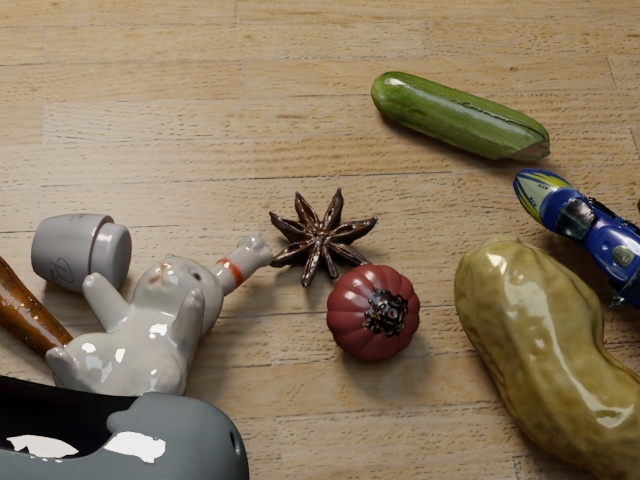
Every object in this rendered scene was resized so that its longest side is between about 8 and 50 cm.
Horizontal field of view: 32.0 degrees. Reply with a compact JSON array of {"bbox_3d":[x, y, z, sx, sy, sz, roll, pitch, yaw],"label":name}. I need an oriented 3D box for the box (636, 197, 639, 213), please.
[{"bbox_3d":[0.491,0.030,1.320,0.153,0.074,0.239,-9,59,-8],"label":"box"}]

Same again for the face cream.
[{"bbox_3d":[-0.262,0.014,1.228,0.095,0.091,0.091,9,57,8],"label":"face cream"}]

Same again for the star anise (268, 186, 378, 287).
[{"bbox_3d":[0.000,-0.001,1.296,0.141,0.042,0.141,2,60,-3],"label":"star anise"}]

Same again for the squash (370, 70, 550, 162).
[{"bbox_3d":[0.175,-0.152,1.396,0.239,0.069,0.069,21,58,8],"label":"squash"}]

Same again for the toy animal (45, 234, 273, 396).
[{"bbox_3d":[-0.166,0.075,1.169,0.141,0.138,0.282,14,59,21],"label":"toy animal"}]

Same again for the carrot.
[{"bbox_3d":[-0.327,0.075,1.208,0.161,0.055,0.055,43,63,11],"label":"carrot"}]

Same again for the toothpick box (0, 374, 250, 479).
[{"bbox_3d":[-0.214,0.252,0.979,0.355,0.263,0.263,6,57,8],"label":"toothpick box"}]

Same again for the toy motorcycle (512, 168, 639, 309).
[{"bbox_3d":[0.341,0.014,1.239,0.169,0.113,0.315,17,20,-44],"label":"toy motorcycle"}]

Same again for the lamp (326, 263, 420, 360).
[{"bbox_3d":[0.058,0.079,1.225,0.108,0.092,0.107,1,88,-25],"label":"lamp"}]

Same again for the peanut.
[{"bbox_3d":[0.253,0.127,1.192,0.147,0.147,0.305,-19,65,-17],"label":"peanut"}]
